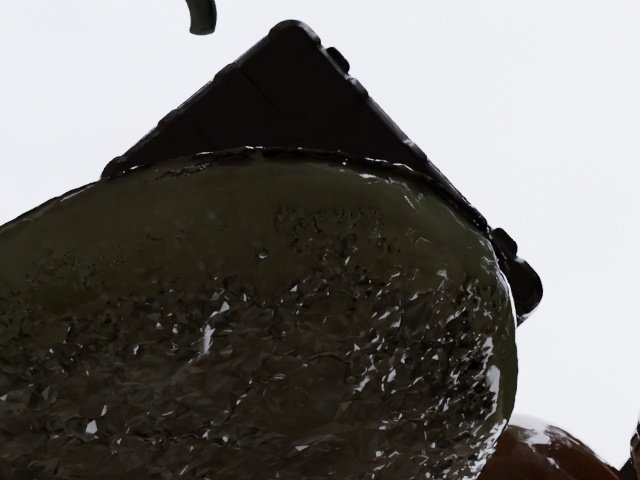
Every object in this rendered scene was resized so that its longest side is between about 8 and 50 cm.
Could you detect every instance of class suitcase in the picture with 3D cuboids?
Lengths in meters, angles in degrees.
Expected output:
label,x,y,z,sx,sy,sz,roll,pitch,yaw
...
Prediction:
label,x,y,z,sx,sy,sz,roll,pitch,yaw
suitcase,0.000,0.000,1.216,0.285,0.206,0.066,48,-12,6

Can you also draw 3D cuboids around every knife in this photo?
label,x,y,z,sx,sy,sz,roll,pitch,yaw
knife,-0.116,-0.241,1.334,0.028,0.015,0.210,-32,-124,18

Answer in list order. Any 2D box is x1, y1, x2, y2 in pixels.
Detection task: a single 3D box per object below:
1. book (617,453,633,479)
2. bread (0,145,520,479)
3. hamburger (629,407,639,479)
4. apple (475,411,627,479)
label,x,y,z,sx,sy,sz,roll,pitch,yaw
book,0.463,0.278,1.554,0.371,0.043,0.260,38,-66,6
bread,-0.046,0.074,0.609,0.267,0.267,0.040,-56,-141,33
hamburger,0.245,0.131,0.873,0.130,0.206,0.183,-25,-43,-2
apple,0.142,0.248,1.222,0.253,0.253,0.254,11,-63,22
